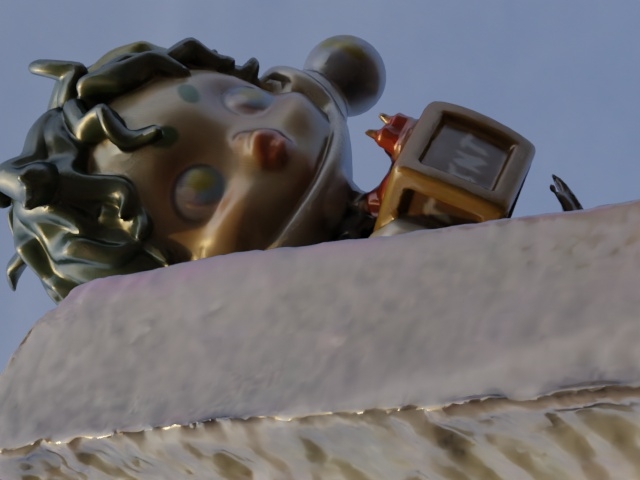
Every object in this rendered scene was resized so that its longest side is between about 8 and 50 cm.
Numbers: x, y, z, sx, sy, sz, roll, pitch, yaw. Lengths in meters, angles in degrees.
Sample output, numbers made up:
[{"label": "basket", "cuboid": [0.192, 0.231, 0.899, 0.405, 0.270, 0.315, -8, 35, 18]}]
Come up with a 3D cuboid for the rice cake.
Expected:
[{"label": "rice cake", "cuboid": [0.075, 0.024, 0.402, 0.056, 0.365, 0.073, 52, -140, -35]}]

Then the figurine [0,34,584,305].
[{"label": "figurine", "cuboid": [-0.001, 0.001, 1.016, 0.382, 0.261, 0.186, 17, -53, 11]}]
